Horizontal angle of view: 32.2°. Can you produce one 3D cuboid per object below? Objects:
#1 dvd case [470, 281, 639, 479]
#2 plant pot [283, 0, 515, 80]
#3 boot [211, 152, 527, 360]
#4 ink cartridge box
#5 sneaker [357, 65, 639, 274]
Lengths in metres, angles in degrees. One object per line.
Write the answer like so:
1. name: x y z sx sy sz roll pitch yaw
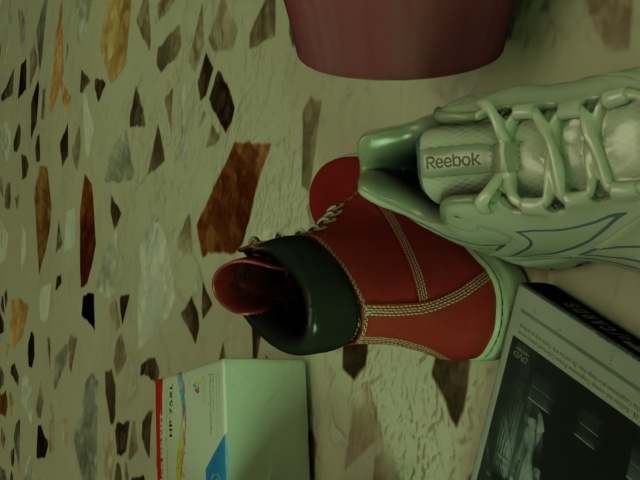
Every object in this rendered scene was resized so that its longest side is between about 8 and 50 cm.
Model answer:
1. dvd case: 0.136 0.164 0.590 0.179 0.029 0.239 39 121 59
2. plant pot: 0.046 -0.198 0.654 0.201 0.201 0.180 -139 41 -58
3. boot: 0.000 0.000 0.719 0.244 0.176 0.088 -133 50 -58
4. ink cartridge box: -0.091 0.184 0.993 0.231 0.078 0.134 153 117 -61
5. sneaker: 0.123 -0.029 0.526 0.297 0.129 0.111 -10 76 62
